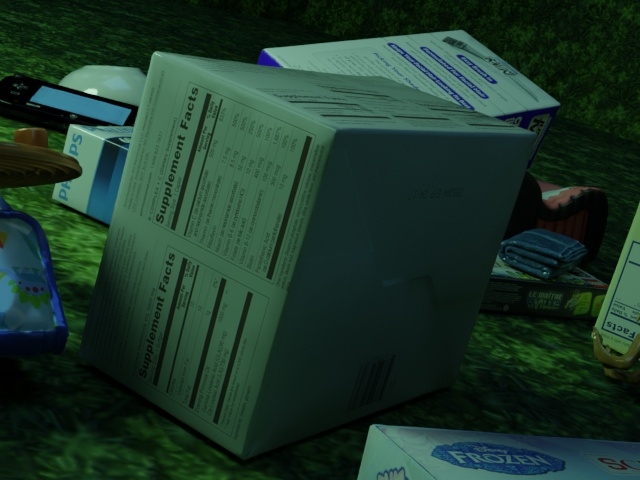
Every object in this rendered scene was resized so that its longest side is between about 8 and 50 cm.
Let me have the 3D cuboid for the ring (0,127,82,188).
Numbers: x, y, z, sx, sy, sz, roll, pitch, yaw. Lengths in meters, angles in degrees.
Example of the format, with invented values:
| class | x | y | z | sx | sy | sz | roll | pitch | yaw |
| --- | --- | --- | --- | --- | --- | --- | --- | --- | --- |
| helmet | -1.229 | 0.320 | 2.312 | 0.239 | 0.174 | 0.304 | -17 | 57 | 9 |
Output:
| class | x | y | z | sx | sy | sz | roll | pitch | yaw |
| --- | --- | --- | --- | --- | --- | --- | --- | --- | --- |
| ring | -0.322 | -0.056 | 0.729 | 0.336 | 0.032 | 0.336 | -1 | -2 | 0 |

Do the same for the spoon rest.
| class | x | y | z | sx | sy | sz | roll | pitch | yaw |
| --- | --- | --- | --- | --- | --- | --- | --- | --- | --- |
| spoon rest | -0.206 | -0.182 | 1.499 | 0.276 | 0.084 | 0.137 | 0 | 6 | -9 |

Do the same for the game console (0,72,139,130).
| class | x | y | z | sx | sy | sz | roll | pitch | yaw |
| --- | --- | --- | --- | --- | --- | --- | --- | --- | --- |
| game console | -0.204 | -0.127 | 1.344 | 0.361 | 0.044 | 0.213 | 14 | 14 | -5 |

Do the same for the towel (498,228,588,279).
| class | x | y | z | sx | sy | sz | roll | pitch | yaw |
| --- | --- | --- | --- | --- | --- | --- | --- | --- | --- |
| towel | 0.226 | 0.010 | 1.172 | 0.067 | 0.029 | 0.119 | 22 | 16 | 22 |

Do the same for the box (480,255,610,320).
| class | x | y | z | sx | sy | sz | roll | pitch | yaw |
| --- | --- | --- | --- | --- | --- | --- | --- | --- | --- |
| box | 0.185 | 0.037 | 1.161 | 0.206 | 0.036 | 0.114 | 7 | 17 | -32 |

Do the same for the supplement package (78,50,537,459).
| class | x | y | z | sx | sy | sz | roll | pitch | yaw |
| --- | --- | --- | --- | --- | --- | --- | --- | --- | --- |
| supplement package | 0.000 | 0.000 | 0.769 | 0.145 | 0.204 | 0.261 | 26 | 18 | 31 |

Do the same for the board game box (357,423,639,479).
| class | x | y | z | sx | sy | sz | roll | pitch | yaw |
| --- | --- | --- | --- | --- | --- | --- | --- | --- | --- |
| board game box | 0.221 | 0.186 | 0.546 | 0.318 | 0.066 | 0.318 | 9 | 12 | -26 |

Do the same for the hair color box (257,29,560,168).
| class | x | y | z | sx | sy | sz | roll | pitch | yaw |
| --- | --- | --- | --- | --- | --- | --- | --- | --- | --- |
| hair color box | 0.099 | -0.150 | 1.354 | 0.338 | 0.110 | 0.185 | -15 | 47 | -39 |

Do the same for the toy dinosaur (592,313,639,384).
| class | x | y | z | sx | sy | sz | roll | pitch | yaw |
| --- | --- | --- | --- | --- | --- | --- | --- | --- | --- |
| toy dinosaur | 0.285 | 0.099 | 0.948 | 0.112 | 0.064 | 0.211 | -7 | 30 | 25 |

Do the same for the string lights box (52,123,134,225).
| class | x | y | z | sx | sy | sz | roll | pitch | yaw |
| --- | --- | --- | --- | --- | --- | --- | --- | --- | --- |
| string lights box | -0.095 | -0.031 | 1.036 | 0.259 | 0.077 | 0.133 | 23 | 16 | 25 |

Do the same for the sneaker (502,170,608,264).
| class | x | y | z | sx | sy | sz | roll | pitch | yaw |
| --- | --- | --- | --- | --- | --- | --- | --- | --- | --- |
| sneaker | 0.202 | -0.026 | 1.329 | 0.136 | 0.116 | 0.313 | 13 | 4 | 42 |

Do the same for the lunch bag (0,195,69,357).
| class | x | y | z | sx | sy | sz | roll | pitch | yaw |
| --- | --- | --- | --- | --- | --- | --- | --- | --- | --- |
| lunch bag | -0.233 | 0.022 | 0.672 | 0.128 | 0.096 | 0.151 | 1 | 29 | -39 |

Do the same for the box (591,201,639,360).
| class | x | y | z | sx | sy | sz | roll | pitch | yaw |
| --- | --- | --- | --- | --- | --- | --- | --- | --- | --- |
| box | 0.386 | -0.007 | 1.127 | 0.117 | 0.243 | 0.213 | 24 | 16 | 26 |
